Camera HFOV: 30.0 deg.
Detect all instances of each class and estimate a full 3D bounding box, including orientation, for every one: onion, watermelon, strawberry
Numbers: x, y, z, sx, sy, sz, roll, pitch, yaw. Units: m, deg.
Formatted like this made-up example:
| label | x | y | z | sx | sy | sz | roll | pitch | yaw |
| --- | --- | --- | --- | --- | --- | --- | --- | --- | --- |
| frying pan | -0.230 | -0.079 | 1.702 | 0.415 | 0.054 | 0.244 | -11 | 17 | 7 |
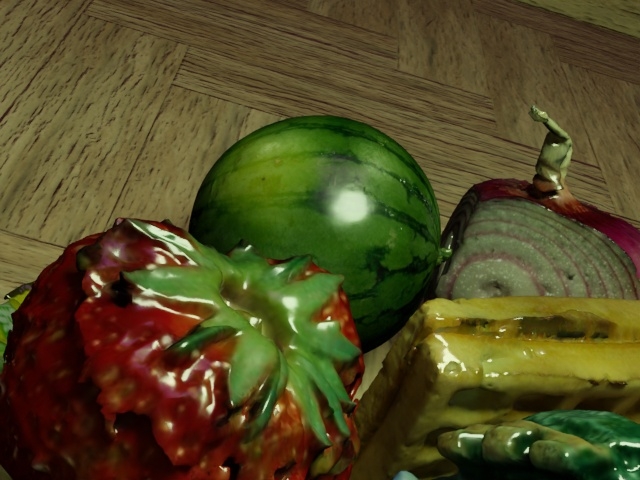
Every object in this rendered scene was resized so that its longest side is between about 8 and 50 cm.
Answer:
| label | x | y | z | sx | sy | sz | roll | pitch | yaw |
| --- | --- | --- | --- | --- | --- | --- | --- | --- | --- |
| onion | 0.229 | 0.046 | 1.206 | 0.256 | 0.272 | 0.230 | 47 | 20 | 9 |
| watermelon | -0.005 | 0.000 | 1.135 | 0.242 | 0.242 | 0.242 | 14 | 28 | -8 |
| strawberry | -0.106 | 0.131 | 0.789 | 0.250 | 0.288 | 0.239 | 30 | 34 | -23 |

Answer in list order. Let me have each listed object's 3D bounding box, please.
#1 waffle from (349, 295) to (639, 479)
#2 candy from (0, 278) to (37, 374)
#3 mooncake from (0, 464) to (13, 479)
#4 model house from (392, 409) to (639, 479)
| label | x | y | z | sx | sy | sz | roll | pitch | yaw |
| --- | --- | --- | --- | --- | --- | --- | --- | --- | --- |
| waffle | 0.182 | 0.148 | 0.995 | 0.327 | 0.224 | 0.098 | 5 | 39 | -25 |
| candy | -0.280 | 0.125 | 0.912 | 0.187 | 0.081 | 0.297 | 36 | 43 | 30 |
| mooncake | -0.315 | 0.213 | 0.562 | 0.394 | 0.246 | 0.393 | 28 | 23 | 11 |
| model house | 0.079 | 0.260 | 0.727 | 0.329 | 0.252 | 0.295 | -7 | 37 | -29 |
